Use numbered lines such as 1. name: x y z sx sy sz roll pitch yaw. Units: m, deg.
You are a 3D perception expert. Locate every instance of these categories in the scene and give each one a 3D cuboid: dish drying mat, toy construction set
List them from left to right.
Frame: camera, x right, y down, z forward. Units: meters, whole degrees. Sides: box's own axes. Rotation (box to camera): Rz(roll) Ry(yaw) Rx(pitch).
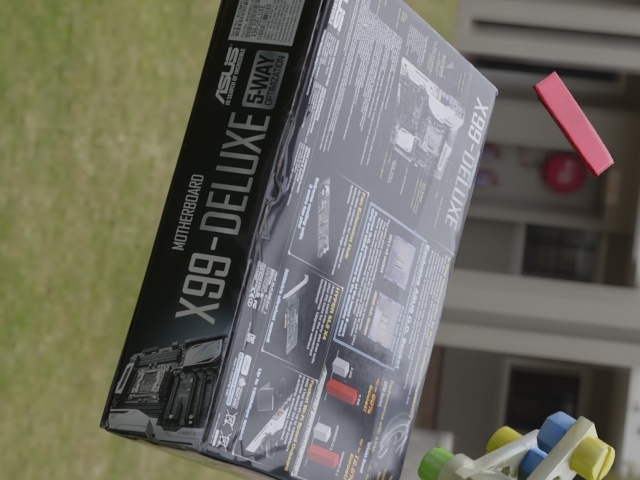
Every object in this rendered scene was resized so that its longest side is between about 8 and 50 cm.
1. toy construction set: 0.058 0.255 1.235 0.151 0.328 0.215 46 -37 42
2. dish drying mat: 0.192 -0.088 1.339 0.032 0.083 0.008 -35 180 -42

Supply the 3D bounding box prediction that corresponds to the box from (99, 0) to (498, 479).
1. box: 0.000 0.000 1.100 0.242 0.076 0.307 30 72 -57
